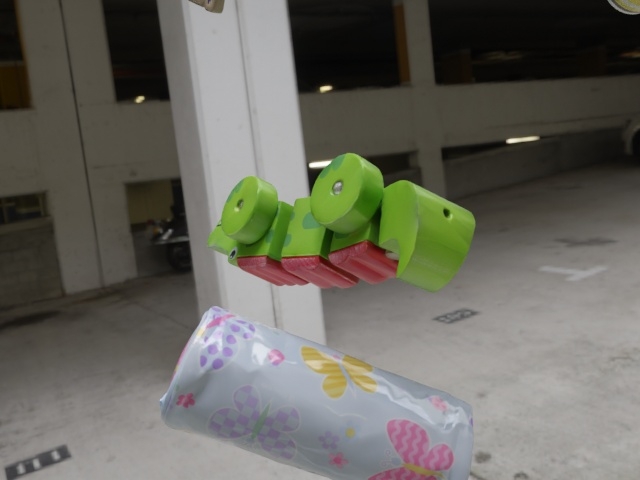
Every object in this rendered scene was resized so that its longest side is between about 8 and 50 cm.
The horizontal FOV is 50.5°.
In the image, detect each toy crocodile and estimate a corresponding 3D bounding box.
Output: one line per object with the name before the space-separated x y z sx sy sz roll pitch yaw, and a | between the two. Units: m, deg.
toy crocodile | 0.000 0.000 0.628 0.115 0.105 0.341 28 -22 -36

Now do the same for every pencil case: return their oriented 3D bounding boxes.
pencil case | -0.001 0.157 0.606 0.273 0.124 0.113 23 29 0

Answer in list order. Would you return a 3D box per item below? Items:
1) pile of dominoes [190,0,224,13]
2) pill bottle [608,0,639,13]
pile of dominoes | -0.107 -0.326 0.549 0.040 0.251 0.196 2 22 -27
pill bottle | 0.318 -0.257 0.628 0.065 0.065 0.116 -7 3 -3
